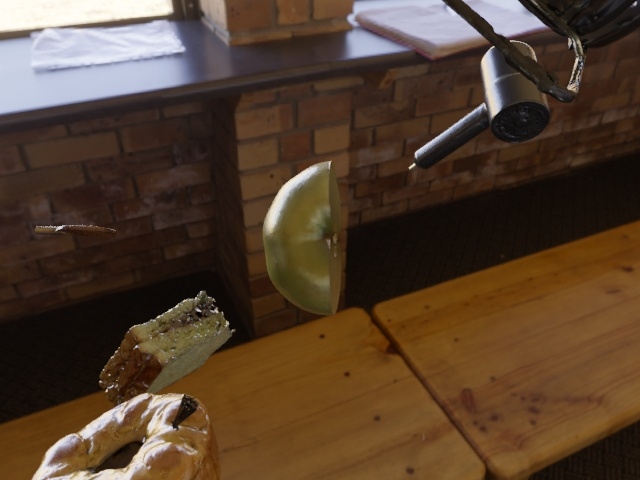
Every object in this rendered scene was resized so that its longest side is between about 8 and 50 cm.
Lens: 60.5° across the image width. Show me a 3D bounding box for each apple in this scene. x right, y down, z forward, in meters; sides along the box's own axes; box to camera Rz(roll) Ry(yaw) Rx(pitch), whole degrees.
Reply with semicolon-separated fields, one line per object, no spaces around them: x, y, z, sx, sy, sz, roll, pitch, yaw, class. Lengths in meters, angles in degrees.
0.000;0.000;1.391;0.311;0.360;0.320;44;92;5;apple

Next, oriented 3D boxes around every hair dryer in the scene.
0.200;-0.158;0.744;0.071;0.219;0.124;27;47;-28;hair dryer

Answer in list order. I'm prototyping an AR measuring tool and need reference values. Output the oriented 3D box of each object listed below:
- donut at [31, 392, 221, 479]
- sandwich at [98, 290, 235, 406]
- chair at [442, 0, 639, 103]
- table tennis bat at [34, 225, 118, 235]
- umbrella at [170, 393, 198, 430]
-0.319;0.389;0.908;0.317;0.150;0.299;-12;28;19;donut
-0.362;0.261;1.374;0.131;0.262;0.325;49;38;12;sandwich
0.174;-0.199;0.350;0.145;0.140;0.221;48;38;6;chair
-0.650;-0.024;1.461;0.220;0.019;0.130;1;-9;7;table tennis bat
-0.209;0.261;0.835;0.031;0.083;0.020;39;34;8;umbrella
